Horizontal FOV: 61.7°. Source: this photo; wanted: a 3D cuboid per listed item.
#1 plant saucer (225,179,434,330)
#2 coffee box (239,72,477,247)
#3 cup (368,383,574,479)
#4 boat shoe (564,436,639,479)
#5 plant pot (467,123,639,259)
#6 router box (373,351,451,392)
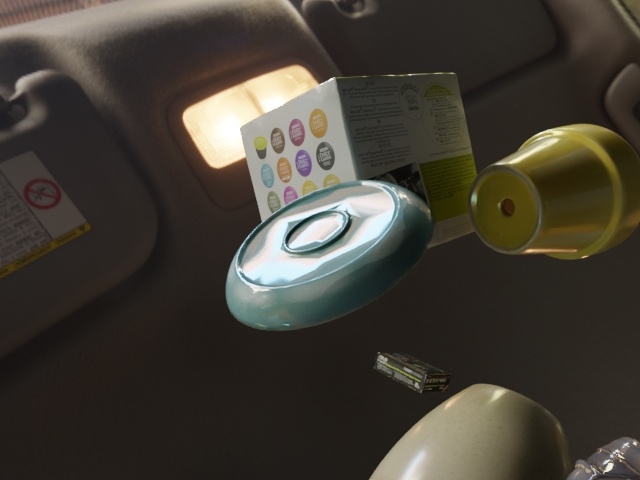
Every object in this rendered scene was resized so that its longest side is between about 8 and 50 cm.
[{"bbox_3d":[0.000,0.000,0.759,0.317,0.318,0.043,-52,-53,-38],"label":"plant saucer"},{"bbox_3d":[0.086,-0.137,1.121,0.338,0.338,0.334,-17,-84,-37],"label":"coffee box"},{"bbox_3d":[0.279,0.385,0.887,0.331,0.331,0.237,34,-117,3],"label":"cup"},{"bbox_3d":[0.334,0.278,0.367,0.130,0.132,0.355,-45,-124,-10],"label":"boat shoe"},{"bbox_3d":[0.417,-0.077,0.994,0.239,0.254,0.254,-14,-116,-31],"label":"plant pot"},{"bbox_3d":[0.181,0.259,1.059,0.092,0.122,0.038,14,-88,-45],"label":"router box"}]
